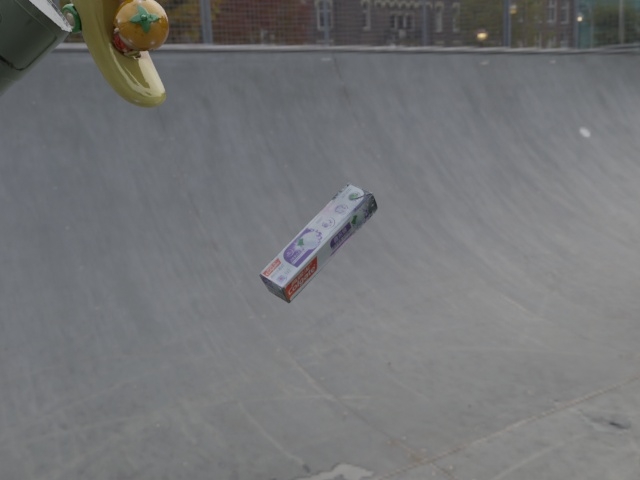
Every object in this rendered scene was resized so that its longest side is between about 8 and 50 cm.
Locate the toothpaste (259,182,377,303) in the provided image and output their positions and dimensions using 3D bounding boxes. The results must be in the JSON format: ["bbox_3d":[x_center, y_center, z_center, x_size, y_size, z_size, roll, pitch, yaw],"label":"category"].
[{"bbox_3d":[0.000,0.000,0.951,0.047,0.040,0.196,28,63,34],"label":"toothpaste"}]

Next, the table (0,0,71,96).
[{"bbox_3d":[-0.398,-0.203,0.753,0.220,0.126,0.126,-41,10,5],"label":"table"}]

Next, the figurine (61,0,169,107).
[{"bbox_3d":[-0.395,-0.431,1.406,0.222,0.325,0.124,-15,13,43],"label":"figurine"}]
